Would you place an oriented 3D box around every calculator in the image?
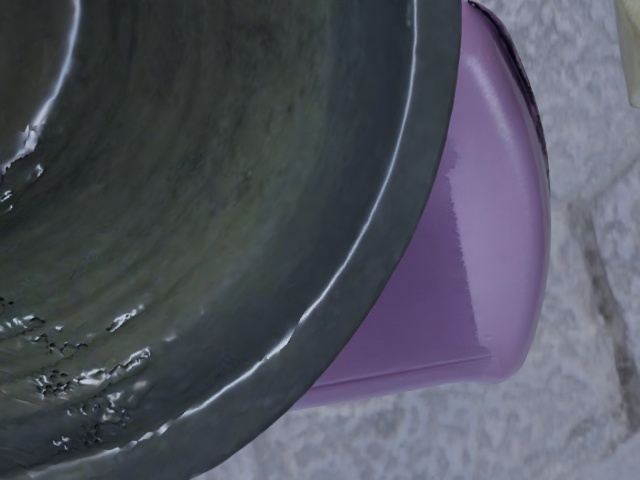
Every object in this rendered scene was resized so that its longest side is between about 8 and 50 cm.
[{"bbox_3d":[0.000,0.001,0.580,0.194,0.043,0.294,-10,147,7],"label":"calculator"}]

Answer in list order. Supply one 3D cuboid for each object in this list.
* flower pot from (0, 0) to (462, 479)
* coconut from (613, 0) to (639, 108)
[{"bbox_3d":[-0.100,-0.054,0.370,0.235,0.148,0.235,-7,106,-28],"label":"flower pot"},{"bbox_3d":[0.370,-0.196,1.295,0.224,0.224,0.224,3,111,8],"label":"coconut"}]
